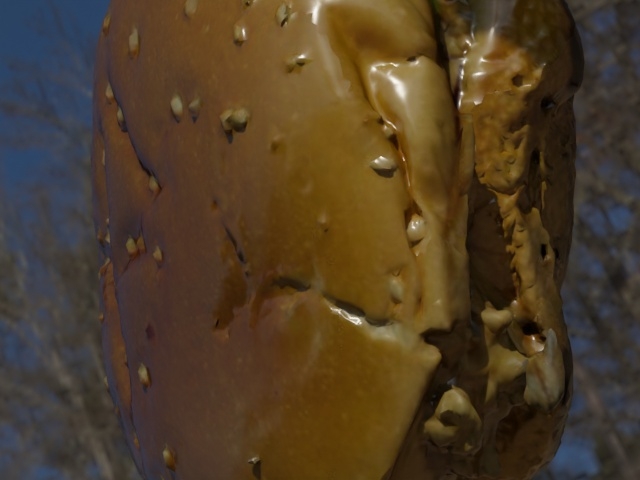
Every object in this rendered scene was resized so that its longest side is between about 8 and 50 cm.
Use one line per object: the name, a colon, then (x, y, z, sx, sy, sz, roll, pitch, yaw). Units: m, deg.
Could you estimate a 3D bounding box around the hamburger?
hamburger: (0.000, 0.000, 0.753, 0.170, 0.290, 0.314, -6, -1, -22)
